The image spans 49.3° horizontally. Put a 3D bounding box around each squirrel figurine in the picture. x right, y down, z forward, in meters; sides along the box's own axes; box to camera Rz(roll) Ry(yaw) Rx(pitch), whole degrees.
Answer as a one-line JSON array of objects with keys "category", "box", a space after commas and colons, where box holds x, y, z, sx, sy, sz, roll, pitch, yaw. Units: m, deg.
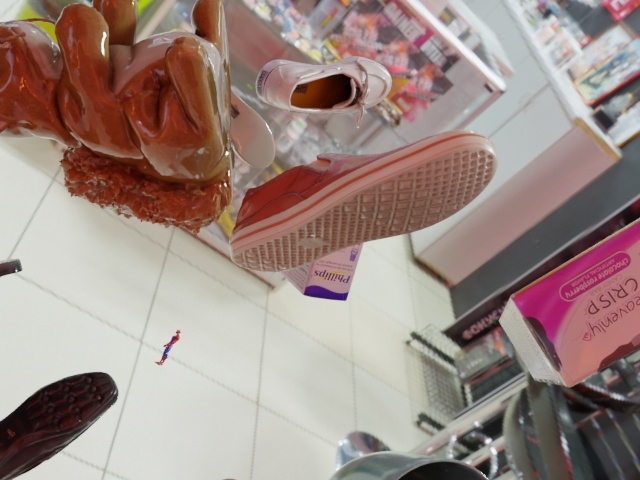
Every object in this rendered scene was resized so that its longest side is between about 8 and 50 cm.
[{"category": "squirrel figurine", "box": [-0.324, -0.170, 1.052, 0.370, 0.397, 0.281, -3, 40, 0]}]

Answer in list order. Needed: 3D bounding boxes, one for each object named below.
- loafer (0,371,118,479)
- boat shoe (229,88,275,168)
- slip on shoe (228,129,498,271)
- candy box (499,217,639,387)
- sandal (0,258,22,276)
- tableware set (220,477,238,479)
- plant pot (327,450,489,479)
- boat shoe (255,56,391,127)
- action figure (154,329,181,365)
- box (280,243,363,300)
[{"category": "loafer", "box": [-0.358, 0.242, 0.887, 0.076, 0.223, 0.078, 53, -14, 25]}, {"category": "boat shoe", "box": [-0.168, -0.231, 1.297, 0.227, 0.079, 0.081, 51, -9, -30]}, {"category": "slip on shoe", "box": [0.028, -0.053, 0.738, 0.123, 0.331, 0.101, 24, 58, -42]}, {"category": "candy box", "box": [0.225, 0.042, 0.537, 0.071, 0.159, 0.233, 59, 5, 15]}, {"category": "sandal", "box": [-0.554, 0.097, 1.018, 0.054, 0.254, 0.097, 65, -17, -13]}, {"category": "tableware set", "box": [-0.155, 0.475, 1.095, 0.128, 0.039, 0.194, 15, 69, -32]}, {"category": "plant pot", "box": [0.118, 0.481, 1.135, 0.293, 0.235, 0.293, 2, 85, -28]}, {"category": "boat shoe", "box": [0.050, -0.321, 1.502, 0.367, 0.136, 0.156, -7, 33, -42]}, {"category": "action figure", "box": [-0.439, 0.307, 2.023, 0.030, 0.038, 0.115, 41, 62, -16]}, {"category": "box", "box": [0.000, 0.000, 1.004, 0.072, 0.137, 0.126, 11, 12, -27]}]
